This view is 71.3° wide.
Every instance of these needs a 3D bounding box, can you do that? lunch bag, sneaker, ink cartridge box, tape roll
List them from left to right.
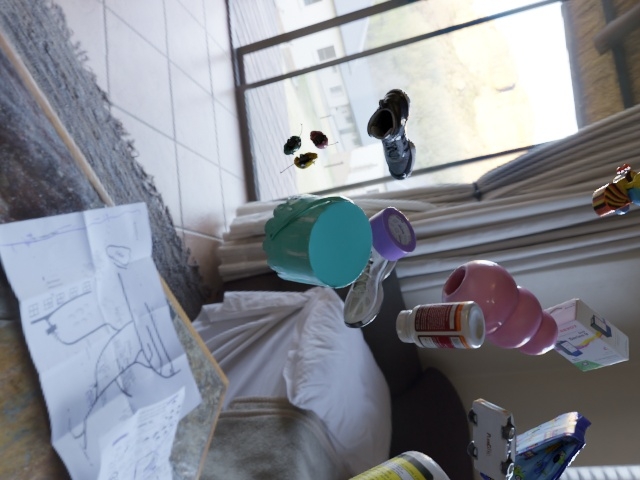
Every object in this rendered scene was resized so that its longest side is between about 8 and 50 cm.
[{"bbox_3d":[0.163,0.126,1.859,0.257,0.169,0.447,55,48,-35],"label":"sneaker"},{"bbox_3d":[0.198,-0.284,1.272,0.153,0.102,0.268,-41,130,-49],"label":"sneaker"},{"bbox_3d":[0.267,-0.024,1.664,0.189,0.080,0.188,25,49,-33],"label":"tape roll"},{"bbox_3d":[0.608,0.571,1.217,0.138,0.293,0.221,48,20,26],"label":"lunch bag"},{"bbox_3d":[0.798,0.292,1.371,0.212,0.154,0.093,38,51,-5],"label":"ink cartridge box"}]

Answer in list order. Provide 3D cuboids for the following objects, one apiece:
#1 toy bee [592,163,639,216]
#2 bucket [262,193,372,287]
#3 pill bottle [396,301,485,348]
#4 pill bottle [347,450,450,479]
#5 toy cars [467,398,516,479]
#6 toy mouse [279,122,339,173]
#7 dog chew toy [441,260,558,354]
[{"bbox_3d":[1.028,-0.174,1.522,0.299,0.195,0.162,-1,68,-40],"label":"toy bee"},{"bbox_3d":[0.000,0.000,1.259,0.281,0.183,0.280,-7,101,-41],"label":"bucket"},{"bbox_3d":[0.227,0.163,0.856,0.086,0.152,0.085,13,72,-47],"label":"pill bottle"},{"bbox_3d":[0.065,0.505,0.743,0.188,0.334,0.187,37,-48,54],"label":"pill bottle"},{"bbox_3d":[0.456,0.531,0.991,0.087,0.176,0.393,-18,68,-36],"label":"toy cars"},{"bbox_3d":[-0.035,-0.239,1.129,0.031,0.161,0.143,60,12,-55],"label":"toy mouse"},{"bbox_3d":[0.505,0.199,1.231,0.332,0.206,0.206,32,25,-6],"label":"dog chew toy"}]
